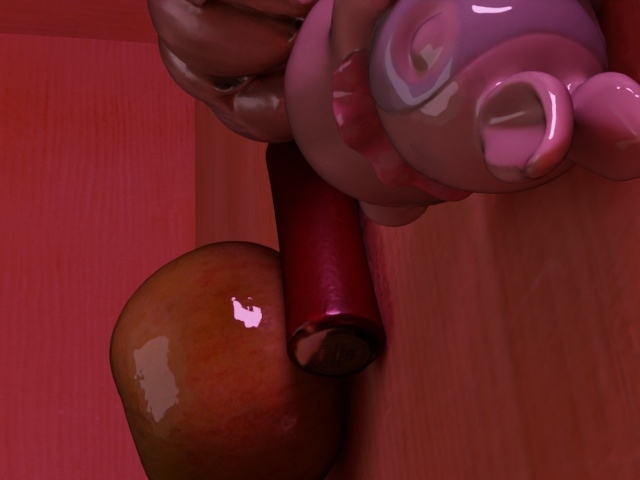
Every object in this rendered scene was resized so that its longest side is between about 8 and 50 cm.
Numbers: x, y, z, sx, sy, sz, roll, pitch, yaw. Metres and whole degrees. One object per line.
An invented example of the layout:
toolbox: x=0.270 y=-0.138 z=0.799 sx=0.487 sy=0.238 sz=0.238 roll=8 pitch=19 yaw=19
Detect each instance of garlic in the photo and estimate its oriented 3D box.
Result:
garlic: x=-0.047 y=-0.206 z=0.785 sx=0.281 sy=0.185 sz=0.203 roll=-57 pitch=44 yaw=28

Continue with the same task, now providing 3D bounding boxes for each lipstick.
lipstick: x=0.000 y=0.000 z=0.844 sx=0.241 sy=0.080 sz=0.080 roll=-99 pitch=15 yaw=-45

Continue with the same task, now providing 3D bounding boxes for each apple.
apple: x=-0.082 y=0.131 z=0.917 sx=0.261 sy=0.194 sz=0.260 roll=164 pitch=90 yaw=-81

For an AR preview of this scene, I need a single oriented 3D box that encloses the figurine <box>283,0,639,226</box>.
figurine: x=0.066 y=-0.085 z=0.435 sx=0.235 sy=0.127 sz=0.155 roll=-177 pitch=99 yaw=-74
